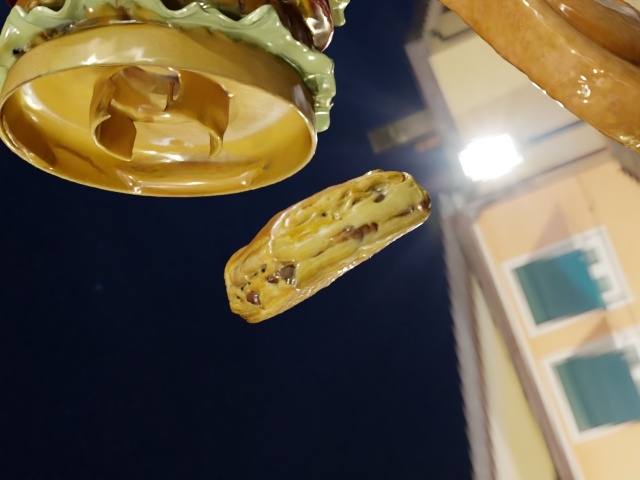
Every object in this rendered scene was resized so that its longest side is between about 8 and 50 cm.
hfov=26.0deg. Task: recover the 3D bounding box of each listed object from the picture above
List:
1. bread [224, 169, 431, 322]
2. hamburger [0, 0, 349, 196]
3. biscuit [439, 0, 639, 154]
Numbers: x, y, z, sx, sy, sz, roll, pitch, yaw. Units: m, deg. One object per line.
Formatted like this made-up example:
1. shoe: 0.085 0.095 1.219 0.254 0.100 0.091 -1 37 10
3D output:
1. bread: 0.000 0.000 1.677 0.235 0.210 0.099 -30 -94 -27
2. hamburger: -0.113 -0.171 1.045 0.274 0.274 0.212 36 -128 -56
3. biscuit: 0.116 -0.113 0.685 0.334 0.047 0.202 42 -160 12
